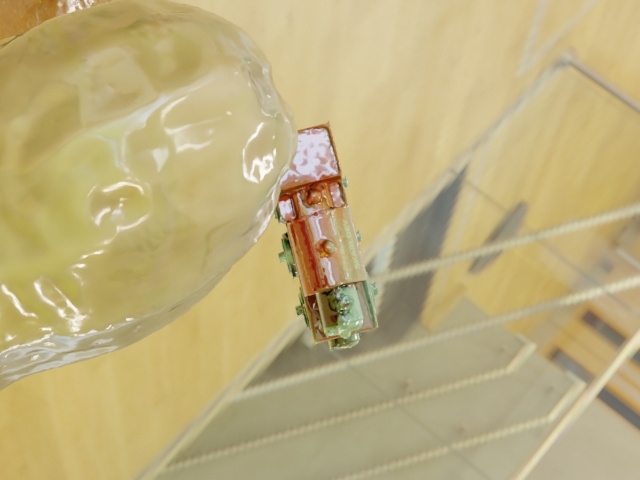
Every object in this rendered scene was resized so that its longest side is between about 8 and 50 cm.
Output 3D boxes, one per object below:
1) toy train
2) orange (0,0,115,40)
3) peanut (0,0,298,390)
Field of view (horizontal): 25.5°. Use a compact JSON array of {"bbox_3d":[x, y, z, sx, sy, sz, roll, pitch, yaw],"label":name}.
[{"bbox_3d":[0.000,0.000,1.120,0.074,0.176,0.118,-13,173,-1],"label":"toy train"},{"bbox_3d":[-0.262,-0.150,1.098,0.264,0.264,0.264,-46,164,-18],"label":"orange"},{"bbox_3d":[-0.142,0.007,0.539,0.290,0.130,0.130,-27,166,6],"label":"peanut"}]
